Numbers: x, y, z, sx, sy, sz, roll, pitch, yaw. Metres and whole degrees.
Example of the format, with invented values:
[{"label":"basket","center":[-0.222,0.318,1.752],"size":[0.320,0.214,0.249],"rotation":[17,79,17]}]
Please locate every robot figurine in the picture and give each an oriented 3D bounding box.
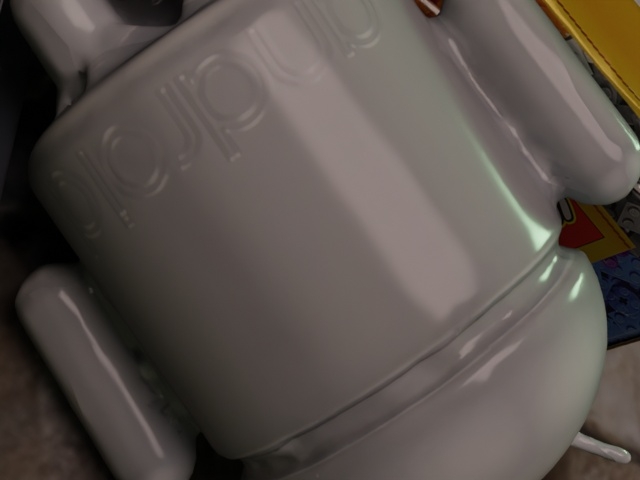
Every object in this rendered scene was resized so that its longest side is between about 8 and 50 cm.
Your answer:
[{"label":"robot figurine","center":[0.000,0.000,0.688],"size":[0.300,0.200,0.353],"rotation":[-35,94,9]}]

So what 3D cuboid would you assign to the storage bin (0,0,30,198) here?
[{"label":"storage bin","center":[-0.193,-0.053,0.663],"size":[0.091,0.098,0.135],"rotation":[9,68,-1]}]

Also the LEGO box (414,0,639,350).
[{"label":"LEGO box","center":[0.195,-0.235,0.898],"size":[0.372,0.193,0.500],"rotation":[49,55,-11]}]
